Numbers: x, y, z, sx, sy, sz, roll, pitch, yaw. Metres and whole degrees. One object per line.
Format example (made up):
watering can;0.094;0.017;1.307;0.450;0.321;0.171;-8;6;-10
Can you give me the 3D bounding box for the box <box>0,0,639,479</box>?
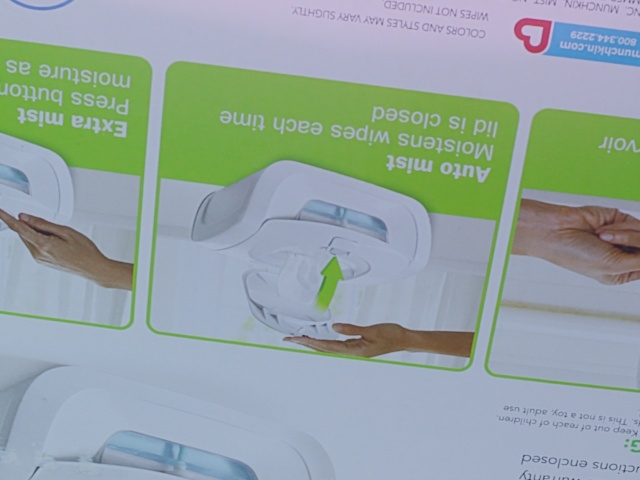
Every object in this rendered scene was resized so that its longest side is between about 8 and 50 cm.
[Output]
box;0.000;0.000;0.475;0.262;0.127;0.231;6;121;-1
